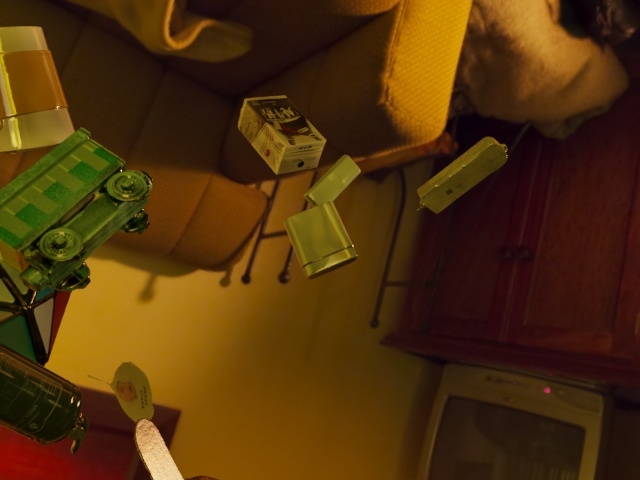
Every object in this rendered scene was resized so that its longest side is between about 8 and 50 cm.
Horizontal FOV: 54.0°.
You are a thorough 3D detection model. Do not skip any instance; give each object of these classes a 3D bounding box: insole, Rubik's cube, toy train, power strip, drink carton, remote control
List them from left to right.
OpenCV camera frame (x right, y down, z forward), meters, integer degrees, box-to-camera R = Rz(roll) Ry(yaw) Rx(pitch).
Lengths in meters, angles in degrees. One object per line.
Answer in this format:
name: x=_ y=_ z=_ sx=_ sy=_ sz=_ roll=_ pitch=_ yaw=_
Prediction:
Rubik's cube: x=-0.697 y=0.101 z=1.352 sx=0.247 sy=0.250 sz=0.248 roll=7 pitch=140 yaw=-6
toy train: x=-0.435 y=-0.047 z=1.091 sx=0.202 sy=0.301 sz=0.120 roll=32 pitch=143 yaw=5
insole: x=-0.256 y=0.468 z=1.135 sx=0.007 sy=0.327 sz=0.111 roll=-25 pitch=-174 yaw=12
drink carton: x=-0.105 y=-0.283 z=1.674 sx=0.134 sy=0.101 sz=0.222 roll=-13 pitch=-129 yaw=-37
remote control: x=0.031 y=-0.134 z=1.471 sx=0.061 sy=0.162 sz=0.029 roll=47 pitch=149 yaw=-10
power strip: x=0.291 y=-0.132 z=1.321 sx=0.227 sy=0.029 sz=0.080 roll=-38 pitch=135 yaw=15

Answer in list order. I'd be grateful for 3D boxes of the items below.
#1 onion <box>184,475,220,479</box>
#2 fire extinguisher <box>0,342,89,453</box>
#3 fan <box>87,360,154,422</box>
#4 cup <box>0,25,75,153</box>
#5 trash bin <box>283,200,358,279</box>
onion: x=-0.268 y=0.633 z=1.333 sx=0.219 sy=0.252 sz=0.252 roll=35 pitch=179 yaw=31
fire extinguisher: x=-0.438 y=0.214 z=0.883 sx=0.311 sy=0.114 sz=0.095 roll=45 pitch=-174 yaw=-38
fan: x=-0.572 y=0.414 z=1.768 sx=0.310 sy=0.182 sz=0.010 roll=4 pitch=-168 yaw=37
cup: x=-0.596 y=-0.277 z=1.179 sx=0.241 sy=0.226 sz=0.185 roll=2 pitch=-162 yaw=22
trash bin: x=0.000 y=0.000 z=1.295 sx=0.116 sy=0.129 sz=0.059 roll=-22 pitch=167 yaw=-7
